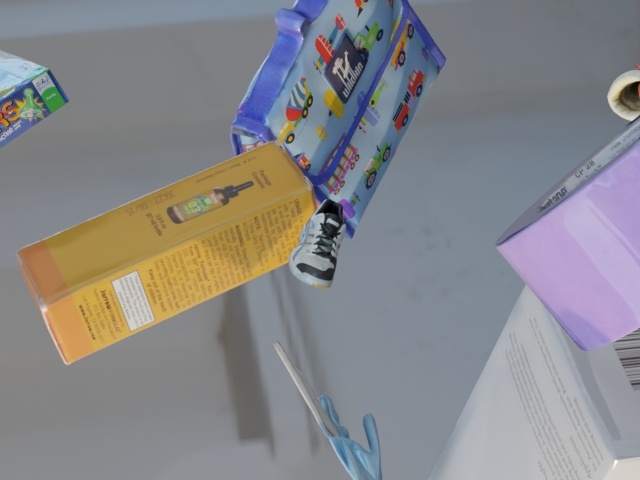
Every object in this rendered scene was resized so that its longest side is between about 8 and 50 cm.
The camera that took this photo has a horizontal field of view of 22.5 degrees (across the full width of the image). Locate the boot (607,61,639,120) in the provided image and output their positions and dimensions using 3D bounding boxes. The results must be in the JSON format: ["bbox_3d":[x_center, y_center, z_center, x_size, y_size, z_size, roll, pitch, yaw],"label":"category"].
[{"bbox_3d":[0.272,-0.115,1.138,0.158,0.085,0.059,-5,110,64],"label":"boot"}]

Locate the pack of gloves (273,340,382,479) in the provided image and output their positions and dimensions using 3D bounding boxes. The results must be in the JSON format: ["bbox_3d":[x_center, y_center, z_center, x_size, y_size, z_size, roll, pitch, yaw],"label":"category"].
[{"bbox_3d":[0.050,0.210,1.508,0.232,0.046,0.195,58,178,31],"label":"pack of gloves"}]

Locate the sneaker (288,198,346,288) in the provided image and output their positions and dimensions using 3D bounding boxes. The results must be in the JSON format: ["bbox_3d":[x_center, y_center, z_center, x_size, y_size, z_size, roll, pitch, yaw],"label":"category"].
[{"bbox_3d":[0.000,0.000,1.074,0.083,0.032,0.037,-88,23,-60],"label":"sneaker"}]

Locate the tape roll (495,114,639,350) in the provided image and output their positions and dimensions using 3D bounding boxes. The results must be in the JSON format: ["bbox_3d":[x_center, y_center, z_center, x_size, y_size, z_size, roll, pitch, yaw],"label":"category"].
[{"bbox_3d":[0.195,-0.027,0.911,0.080,0.189,0.189,50,173,0],"label":"tape roll"}]

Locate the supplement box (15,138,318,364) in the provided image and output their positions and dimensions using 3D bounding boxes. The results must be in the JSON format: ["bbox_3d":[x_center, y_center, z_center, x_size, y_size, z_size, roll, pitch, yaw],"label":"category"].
[{"bbox_3d":[-0.117,0.007,1.286,0.078,0.233,0.080,55,167,44],"label":"supplement box"}]

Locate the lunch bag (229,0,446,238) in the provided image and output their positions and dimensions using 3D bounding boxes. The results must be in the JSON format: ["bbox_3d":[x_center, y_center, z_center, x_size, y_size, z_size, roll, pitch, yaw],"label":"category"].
[{"bbox_3d":[-0.002,-0.163,1.560,0.221,0.138,0.293,-62,-18,-10],"label":"lunch bag"}]

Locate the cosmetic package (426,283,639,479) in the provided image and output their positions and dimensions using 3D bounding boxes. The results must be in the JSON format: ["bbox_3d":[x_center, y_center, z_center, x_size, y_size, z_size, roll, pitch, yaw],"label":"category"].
[{"bbox_3d":[0.216,0.203,1.376,0.365,0.155,0.197,109,150,-48],"label":"cosmetic package"}]

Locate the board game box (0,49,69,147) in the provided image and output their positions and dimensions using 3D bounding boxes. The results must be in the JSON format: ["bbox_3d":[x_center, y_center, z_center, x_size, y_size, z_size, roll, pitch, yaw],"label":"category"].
[{"bbox_3d":[-0.306,-0.107,1.362,0.201,0.136,0.035,24,147,59],"label":"board game box"}]
